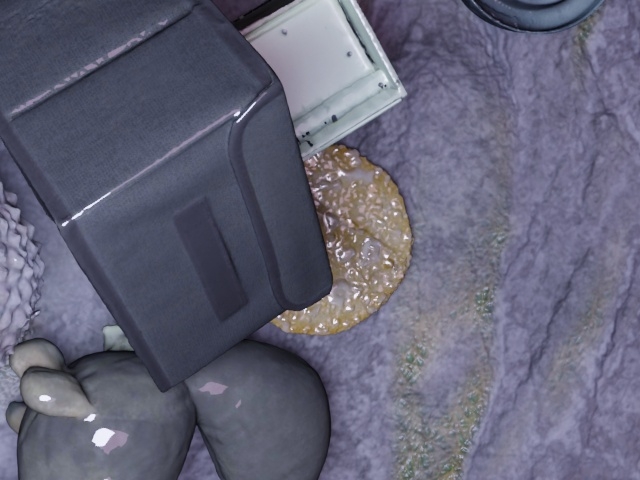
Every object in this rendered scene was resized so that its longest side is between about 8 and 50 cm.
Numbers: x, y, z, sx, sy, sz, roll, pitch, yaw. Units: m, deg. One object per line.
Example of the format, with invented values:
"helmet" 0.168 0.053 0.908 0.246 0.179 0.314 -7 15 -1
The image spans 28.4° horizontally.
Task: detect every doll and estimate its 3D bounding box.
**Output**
"doll" -0.163 0.290 1.282 0.379 0.252 0.382 2 102 -15

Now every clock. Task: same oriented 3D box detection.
"clock" 0.237 -0.338 1.418 0.215 0.042 0.214 -2 96 -15

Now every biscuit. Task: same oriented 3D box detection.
"biscuit" 0.000 0.000 1.398 0.220 0.033 0.219 -2 96 -17

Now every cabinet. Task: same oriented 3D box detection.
"cabinet" -0.031 -0.164 1.279 0.145 0.206 0.150 -32 103 -10

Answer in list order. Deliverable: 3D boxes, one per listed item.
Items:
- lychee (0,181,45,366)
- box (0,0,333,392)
"lychee" -0.404 0.031 1.166 0.300 0.300 0.299 -2 97 -15
"box" -0.153 -0.065 1.148 0.204 0.345 0.251 -33 60 -10
